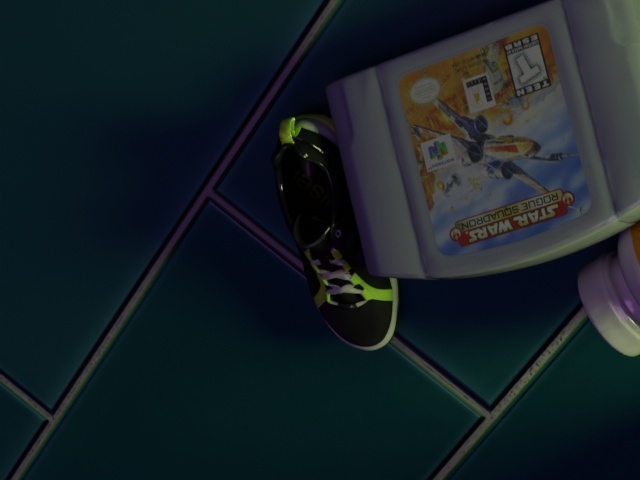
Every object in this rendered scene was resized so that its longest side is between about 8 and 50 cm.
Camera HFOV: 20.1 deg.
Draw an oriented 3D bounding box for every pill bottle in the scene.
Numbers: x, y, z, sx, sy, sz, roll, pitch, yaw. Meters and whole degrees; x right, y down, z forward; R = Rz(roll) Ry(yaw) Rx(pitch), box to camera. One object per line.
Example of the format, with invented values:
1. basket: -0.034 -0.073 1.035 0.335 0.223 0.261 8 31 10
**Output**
1. pill bottle: 0.313 0.009 1.439 0.208 0.117 0.117 -35 96 31

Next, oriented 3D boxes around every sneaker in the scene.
1. sneaker: 0.000 0.000 1.582 0.084 0.097 0.235 -9 109 27

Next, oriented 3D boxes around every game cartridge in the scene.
1. game cartridge: 0.150 -0.077 1.465 0.297 0.062 0.198 -18 76 30
